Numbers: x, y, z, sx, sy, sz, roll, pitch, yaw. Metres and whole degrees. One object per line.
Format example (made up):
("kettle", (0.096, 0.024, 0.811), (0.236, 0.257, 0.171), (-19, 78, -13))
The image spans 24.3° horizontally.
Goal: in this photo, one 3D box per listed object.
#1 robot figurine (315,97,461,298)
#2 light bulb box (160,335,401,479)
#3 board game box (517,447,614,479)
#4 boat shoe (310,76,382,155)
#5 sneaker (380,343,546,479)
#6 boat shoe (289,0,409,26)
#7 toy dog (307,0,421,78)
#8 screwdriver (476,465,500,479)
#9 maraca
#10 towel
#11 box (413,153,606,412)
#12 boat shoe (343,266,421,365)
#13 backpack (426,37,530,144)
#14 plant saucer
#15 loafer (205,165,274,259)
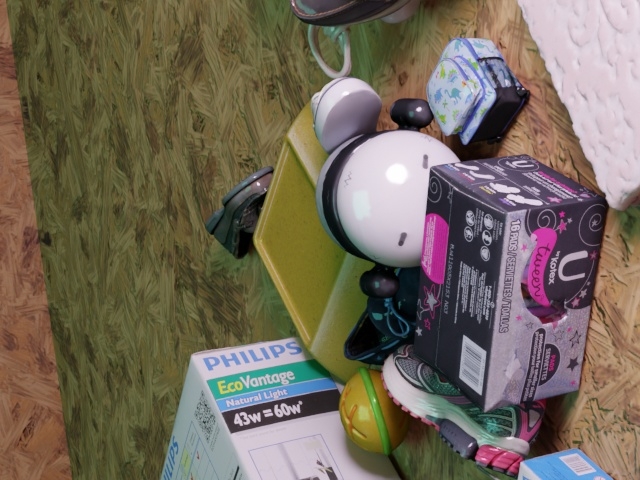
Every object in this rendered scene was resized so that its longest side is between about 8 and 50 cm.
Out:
("robot figurine", (0.091, -0.052, 1.857), (0.209, 0.174, 0.278), (62, 173, -7))
("light bulb box", (-0.064, 0.396, 2.262), (0.361, 0.225, 0.358), (61, 147, 37))
("board game box", (0.321, 0.444, 1.667), (0.308, 0.086, 0.302), (42, 133, 52))
("boat shoe", (0.029, -0.168, 1.963), (0.088, 0.096, 0.267), (55, -178, 16))
("sneaker", (0.184, 0.194, 1.864), (0.299, 0.121, 0.112), (32, 96, 58))
("boat shoe", (0.080, -0.357, 1.751), (0.355, 0.130, 0.132), (-25, 76, 39))
("toy dog", (0.031, -0.397, 1.985), (0.333, 0.161, 0.220), (56, 143, 16))
("screwdriver", (0.225, 0.287, 1.706), (0.170, 0.025, 0.024), (-146, 53, -67))
("maraca", (0.075, 0.237, 2.092), (0.186, 0.099, 0.127), (-142, 39, -87))
("towel", (0.326, -0.241, 1.503), (0.317, 0.053, 0.331), (-56, 48, 55))
("box", (0.215, 0.045, 1.705), (0.163, 0.142, 0.247), (38, 131, 53))
("boat shoe", (0.105, 0.104, 1.994), (0.109, 0.089, 0.258), (64, 148, 31))
("backpack", (0.178, -0.184, 1.776), (0.105, 0.084, 0.114), (-61, 41, 46))
("plant saucer", (0.000, 0.000, 2.187), (0.333, 0.081, 0.332), (61, 146, 35))
("loafer", (-0.112, -0.043, 2.408), (0.084, 0.096, 0.267), (57, 157, 5))
